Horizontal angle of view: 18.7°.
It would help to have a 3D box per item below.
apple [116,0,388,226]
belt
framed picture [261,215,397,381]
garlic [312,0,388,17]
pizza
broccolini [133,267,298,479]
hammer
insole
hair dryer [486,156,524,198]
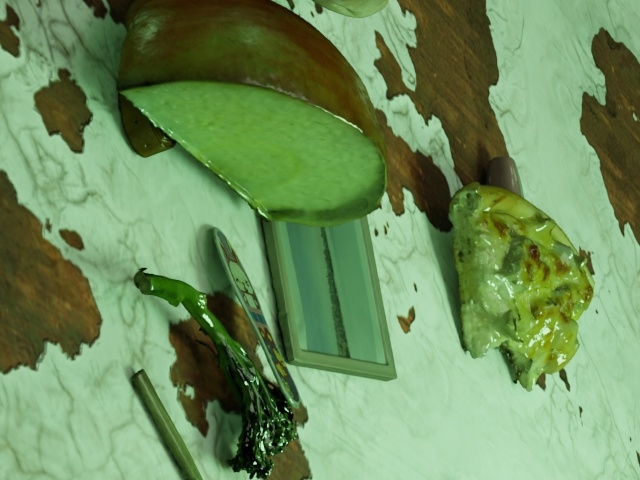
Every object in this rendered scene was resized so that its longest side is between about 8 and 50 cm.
[{"bbox_3d":[-0.062,-0.138,1.850,0.179,0.254,0.346,-58,143,-5],"label":"apple"},{"bbox_3d":[-0.158,-0.120,1.815,0.059,0.036,0.083,16,60,-59],"label":"belt"},{"bbox_3d":[0.000,0.000,2.053,0.213,0.016,0.289,16,60,-58],"label":"framed picture"},{"bbox_3d":[-0.012,-0.405,2.072,0.286,0.249,0.313,33,65,-73],"label":"garlic"},{"bbox_3d":[0.254,0.058,2.370,0.323,0.089,0.223,33,57,-48],"label":"pizza"},{"bbox_3d":[-0.099,0.124,1.750,0.271,0.062,0.123,52,18,-43],"label":"broccolini"},{"bbox_3d":[-0.119,0.193,1.721,0.182,0.017,0.062,64,28,-13],"label":"hammer"},{"bbox_3d":[-0.062,0.072,1.856,0.197,0.004,0.065,65,12,17],"label":"insole"},{"bbox_3d":[0.255,-0.025,2.521,0.154,0.054,0.106,58,25,-45],"label":"hair dryer"}]
